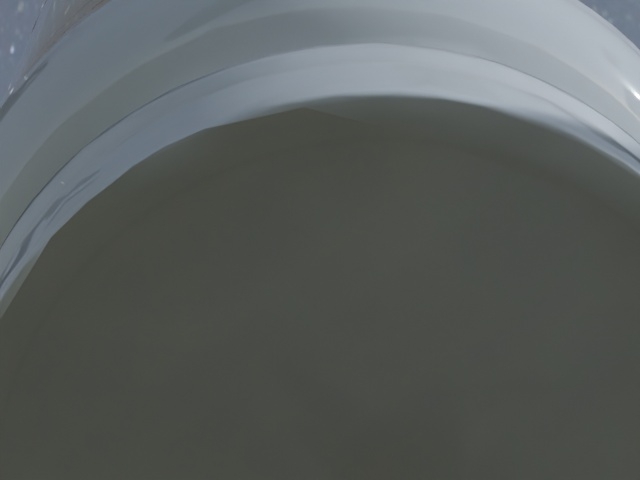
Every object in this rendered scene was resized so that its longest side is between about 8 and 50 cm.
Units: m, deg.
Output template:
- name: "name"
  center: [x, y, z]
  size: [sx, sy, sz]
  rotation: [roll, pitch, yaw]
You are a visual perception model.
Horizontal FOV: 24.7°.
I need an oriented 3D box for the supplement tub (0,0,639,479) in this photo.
- name: "supplement tub"
  center: [0.000, 0.000, 0.480]
  size: [0.228, 0.316, 0.228]
  rotation: [-2, -68, -4]
